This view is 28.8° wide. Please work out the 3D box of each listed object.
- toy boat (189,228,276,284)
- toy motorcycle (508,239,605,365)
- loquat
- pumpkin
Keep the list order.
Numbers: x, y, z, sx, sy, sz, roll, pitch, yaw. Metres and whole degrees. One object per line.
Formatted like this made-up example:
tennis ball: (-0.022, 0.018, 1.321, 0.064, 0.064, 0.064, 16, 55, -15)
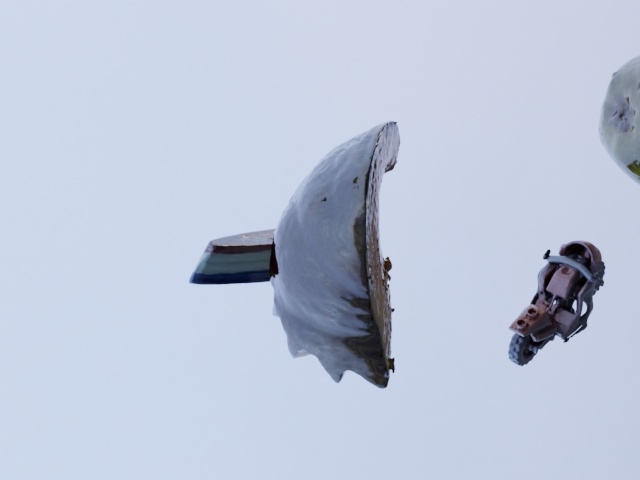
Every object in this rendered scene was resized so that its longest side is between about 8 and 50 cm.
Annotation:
toy boat: (-0.048, 0.015, 1.330, 0.229, 0.080, 0.046, -5, -63, -45)
toy motorcycle: (0.323, 0.077, 1.699, 0.212, 0.084, 0.118, -41, -37, -29)
loquat: (0.499, -0.158, 1.670, 0.246, 0.213, 0.213, 6, -98, -25)
pumpkin: (0.000, 0.000, 1.153, 0.149, 0.130, 0.254, 44, -131, -67)
